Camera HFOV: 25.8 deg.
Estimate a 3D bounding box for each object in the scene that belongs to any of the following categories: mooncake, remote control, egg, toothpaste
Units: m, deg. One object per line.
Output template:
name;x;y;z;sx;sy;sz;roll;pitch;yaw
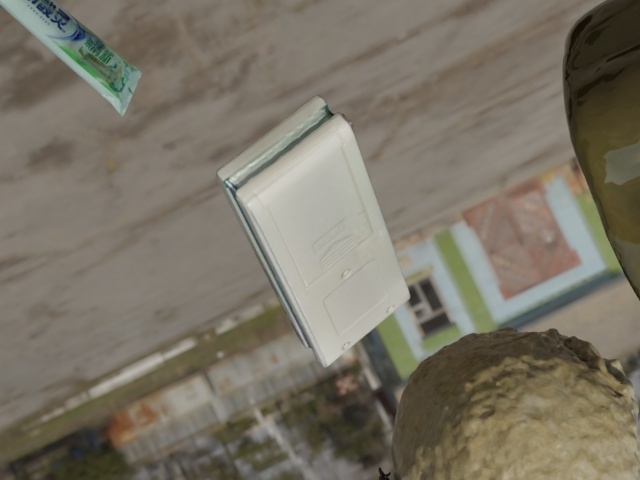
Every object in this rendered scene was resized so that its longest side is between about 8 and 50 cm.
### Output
mooncake;0.382;-0.075;1.303;0.201;0.378;0.378;-23;177;24
remote control;0.000;0.000;1.154;0.103;0.055;0.277;-38;148;-10
egg;0.205;0.219;1.433;0.279;0.279;0.310;-25;-140;-4
toothpaste;-0.342;-0.275;1.852;0.048;0.074;0.297;-1;150;39
